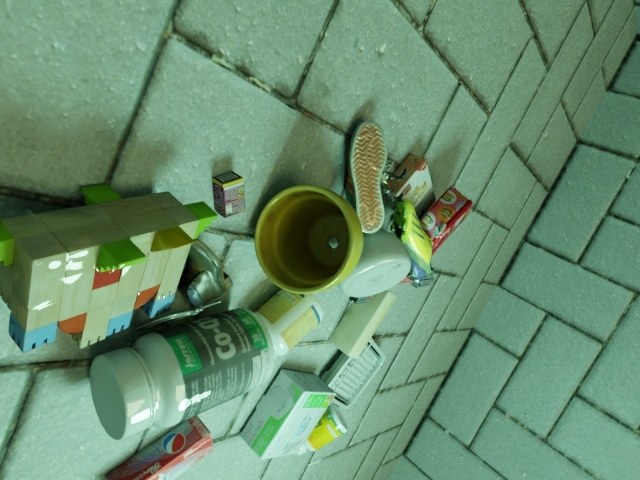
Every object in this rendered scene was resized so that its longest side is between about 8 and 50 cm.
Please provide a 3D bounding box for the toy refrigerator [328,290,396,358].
[{"bbox_3d":[0.156,0.283,1.665,0.270,0.102,0.094,-57,145,-2],"label":"toy refrigerator"}]

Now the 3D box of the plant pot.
[{"bbox_3d":[0.000,0.000,1.154,0.254,0.253,0.239,-63,159,8],"label":"plant pot"}]

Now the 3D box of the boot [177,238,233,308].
[{"bbox_3d":[-0.272,0.075,1.002,0.106,0.082,0.219,-46,146,-20],"label":"boot"}]

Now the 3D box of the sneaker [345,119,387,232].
[{"bbox_3d":[0.114,-0.178,1.274,0.107,0.121,0.303,-5,105,-16],"label":"sneaker"}]

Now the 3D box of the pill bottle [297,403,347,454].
[{"bbox_3d":[-0.011,0.729,1.755,0.208,0.118,0.118,-32,143,2],"label":"pill bottle"}]

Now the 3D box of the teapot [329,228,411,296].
[{"bbox_3d":[0.139,0.043,1.400,0.252,0.187,0.256,-14,150,-12],"label":"teapot"}]

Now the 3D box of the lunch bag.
[{"bbox_3d":[0.395,-0.034,1.634,0.258,0.120,0.293,-42,165,-26],"label":"lunch bag"}]

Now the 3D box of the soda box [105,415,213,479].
[{"bbox_3d":[-0.418,0.587,1.216,0.263,0.083,0.092,-27,135,-35],"label":"soda box"}]

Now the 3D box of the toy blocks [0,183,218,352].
[{"bbox_3d":[-0.385,0.067,0.801,0.381,0.190,0.261,-21,145,-53],"label":"toy blocks"}]

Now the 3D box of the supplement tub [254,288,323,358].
[{"bbox_3d":[-0.105,0.224,1.264,0.199,0.144,0.144,-39,141,-24],"label":"supplement tub"}]

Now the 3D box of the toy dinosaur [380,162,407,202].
[{"bbox_3d":[0.197,-0.166,1.382,0.064,0.118,0.268,-86,179,-51],"label":"toy dinosaur"}]

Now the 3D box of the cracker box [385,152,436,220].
[{"bbox_3d":[0.302,-0.156,1.535,0.156,0.067,0.232,-49,144,-10],"label":"cracker box"}]

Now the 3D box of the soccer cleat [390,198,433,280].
[{"bbox_3d":[0.303,-0.008,1.482,0.121,0.093,0.290,-19,113,-13],"label":"soccer cleat"}]

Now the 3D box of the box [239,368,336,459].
[{"bbox_3d":[-0.107,0.585,1.559,0.262,0.126,0.231,-56,147,0],"label":"box"}]

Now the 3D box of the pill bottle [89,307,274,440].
[{"bbox_3d":[-0.298,0.288,1.027,0.360,0.204,0.204,-11,124,-47],"label":"pill bottle"}]

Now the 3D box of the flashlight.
[{"bbox_3d":[0.243,0.144,1.573,0.303,0.103,0.103,-7,152,-19],"label":"flashlight"}]

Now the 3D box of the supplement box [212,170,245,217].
[{"bbox_3d":[-0.197,-0.099,0.991,0.054,0.043,0.084,-26,133,-38],"label":"supplement box"}]

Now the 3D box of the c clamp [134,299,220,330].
[{"bbox_3d":[-0.317,0.169,0.992,0.160,0.022,0.137,-22,171,30],"label":"c clamp"}]

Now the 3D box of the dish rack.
[{"bbox_3d":[0.125,0.521,1.837,0.286,0.072,0.333,-51,145,-11],"label":"dish rack"}]
